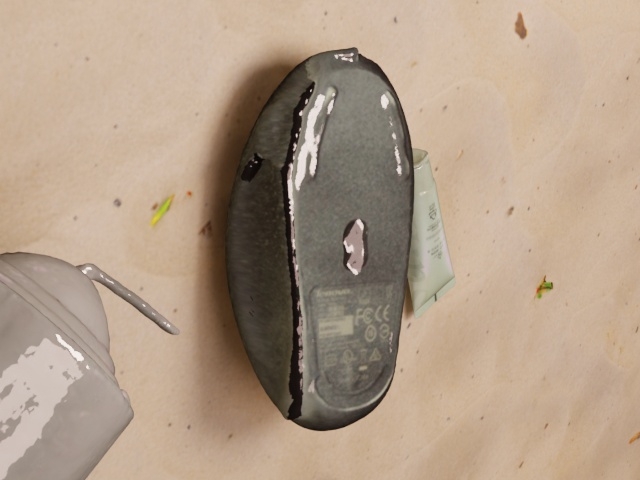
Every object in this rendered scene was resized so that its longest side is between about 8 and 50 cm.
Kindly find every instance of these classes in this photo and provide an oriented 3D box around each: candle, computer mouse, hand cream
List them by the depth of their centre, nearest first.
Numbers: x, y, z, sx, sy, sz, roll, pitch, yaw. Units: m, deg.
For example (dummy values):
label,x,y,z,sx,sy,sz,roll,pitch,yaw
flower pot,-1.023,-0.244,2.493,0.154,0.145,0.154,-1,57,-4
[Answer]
label,x,y,z,sx,sy,sz,roll,pitch,yaw
candle,-0.272,0.132,0.776,0.342,0.221,0.221,-54,133,-22
computer mouse,-0.003,0.000,1.064,0.203,0.114,0.374,0,95,-41
hand cream,0.116,-0.008,1.223,0.078,0.050,0.205,-39,131,-31
